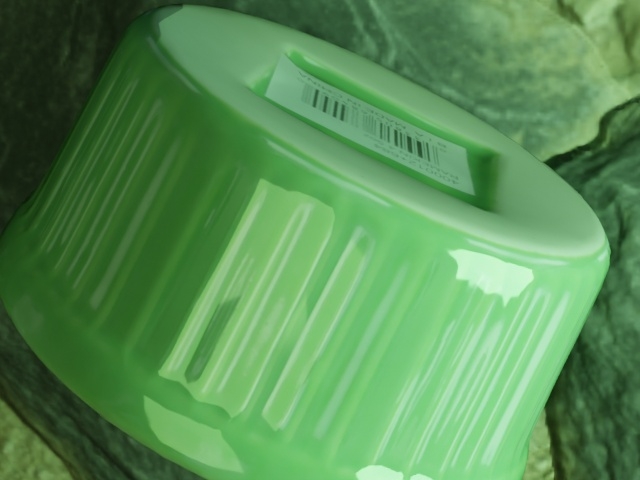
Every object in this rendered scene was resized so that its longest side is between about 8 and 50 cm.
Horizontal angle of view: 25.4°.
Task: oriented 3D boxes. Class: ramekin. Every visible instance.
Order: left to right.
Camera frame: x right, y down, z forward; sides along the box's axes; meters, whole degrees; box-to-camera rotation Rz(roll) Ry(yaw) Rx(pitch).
[{"bbox_3d":[0.000,0.000,0.737,0.303,0.303,0.148,28,108,5],"label":"ramekin"}]
